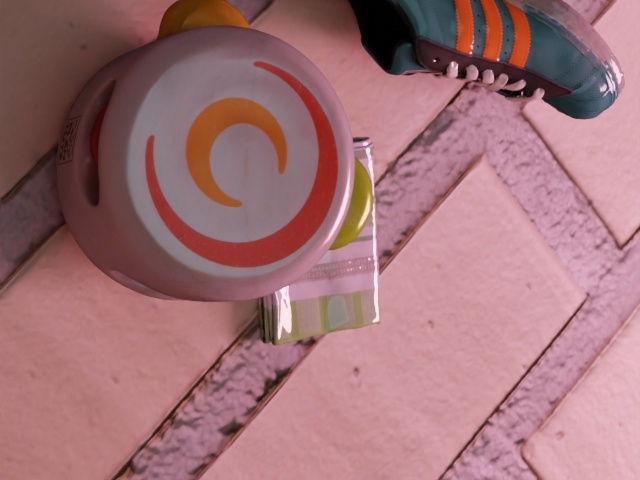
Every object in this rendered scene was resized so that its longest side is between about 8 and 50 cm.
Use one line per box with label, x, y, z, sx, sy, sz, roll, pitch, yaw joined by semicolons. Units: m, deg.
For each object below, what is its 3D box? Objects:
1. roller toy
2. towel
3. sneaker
roller toy;-0.087;-0.054;1.411;0.191;0.146;0.209;-36;103;-22
towel;0.000;0.000;1.545;0.113;0.023;0.152;-10;101;-31
sneaker;0.103;-0.163;1.549;0.302;0.108;0.121;33;78;-22
